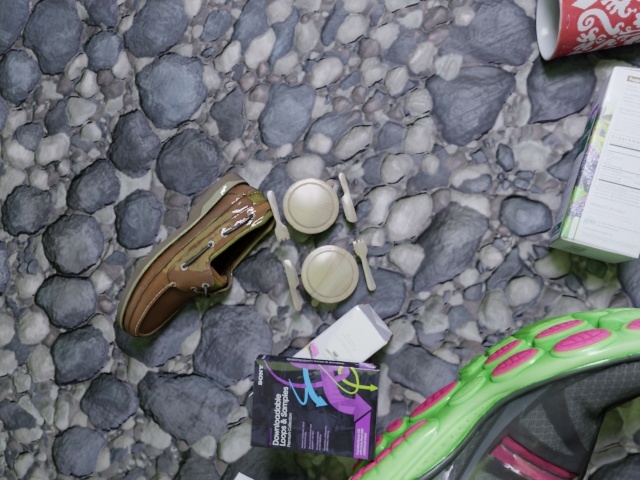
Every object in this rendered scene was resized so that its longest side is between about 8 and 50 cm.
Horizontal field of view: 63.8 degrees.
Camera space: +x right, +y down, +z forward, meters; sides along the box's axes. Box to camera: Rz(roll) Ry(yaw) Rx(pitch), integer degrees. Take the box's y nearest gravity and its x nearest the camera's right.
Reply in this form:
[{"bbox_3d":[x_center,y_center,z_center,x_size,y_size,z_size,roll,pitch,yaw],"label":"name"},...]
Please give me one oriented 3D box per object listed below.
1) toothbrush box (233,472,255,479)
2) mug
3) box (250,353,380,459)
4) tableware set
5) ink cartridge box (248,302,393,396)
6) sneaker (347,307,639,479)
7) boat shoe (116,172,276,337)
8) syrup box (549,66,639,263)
[{"bbox_3d":[-0.015,0.464,0.648,0.295,0.126,0.216,18,124,14],"label":"toothbrush box"},{"bbox_3d":[0.395,-0.325,0.687,0.169,0.150,0.113,-4,57,8],"label":"mug"},{"bbox_3d":[-0.007,0.211,0.657,0.162,0.029,0.116,3,92,8],"label":"box"},{"bbox_3d":[0.000,0.000,0.791,0.128,0.039,0.194,-14,86,-4],"label":"tableware set"},{"bbox_3d":[0.004,0.175,0.731,0.198,0.115,0.067,-39,78,7],"label":"ink cartridge box"},{"bbox_3d":[0.250,0.256,0.650,0.483,0.185,0.202,-41,85,15],"label":"sneaker"},{"bbox_3d":[-0.190,0.041,0.794,0.104,0.111,0.307,39,93,15],"label":"boat shoe"},{"bbox_3d":[0.392,-0.096,0.683,0.096,0.093,0.237,17,88,15],"label":"syrup box"}]
